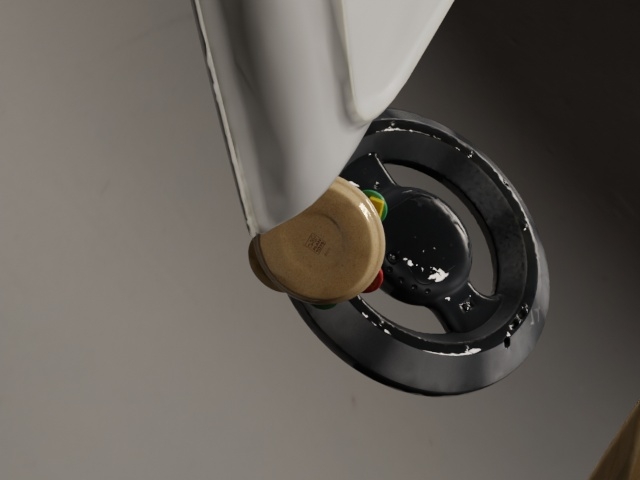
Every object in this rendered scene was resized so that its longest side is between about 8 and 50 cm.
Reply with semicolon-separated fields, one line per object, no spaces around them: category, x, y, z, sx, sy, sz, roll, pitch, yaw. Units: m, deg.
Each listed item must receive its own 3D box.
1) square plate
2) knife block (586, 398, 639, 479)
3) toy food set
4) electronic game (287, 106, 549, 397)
square plate;0.047;-0.211;0.814;0.049;0.344;0.347;23;65;17
knife block;0.154;0.099;0.773;0.275;0.088;0.242;-12;97;28
toy food set;0.000;0.000;1.054;0.082;0.020;0.083;19;111;11
electronic game;0.066;0.005;1.308;0.229;0.048;0.229;14;58;-23
